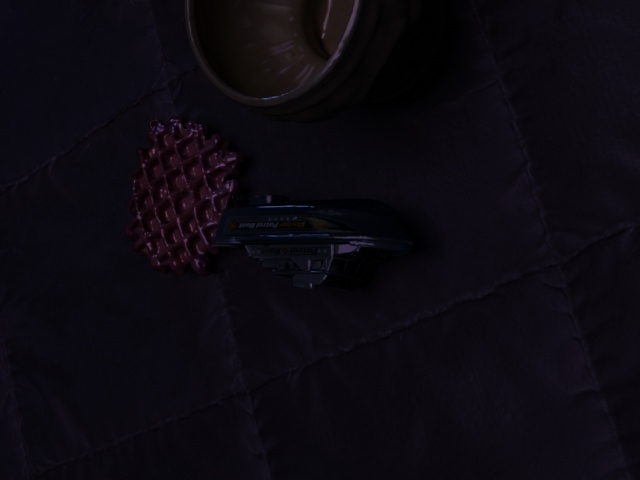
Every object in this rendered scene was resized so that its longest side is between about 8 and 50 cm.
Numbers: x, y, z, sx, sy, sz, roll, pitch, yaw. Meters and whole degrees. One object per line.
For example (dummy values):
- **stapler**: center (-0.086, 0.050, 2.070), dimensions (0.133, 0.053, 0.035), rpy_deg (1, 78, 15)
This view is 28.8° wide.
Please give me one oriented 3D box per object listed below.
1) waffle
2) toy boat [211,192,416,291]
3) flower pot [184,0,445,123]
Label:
- **waffle**: center (-0.205, -0.062, 1.825), dimensions (0.221, 0.055, 0.234), rpy_deg (27, 105, 36)
- **toy boat**: center (-0.002, 0.003, 1.627), dimensions (0.296, 0.114, 0.122), rpy_deg (3, 83, 38)
- **flower pot**: center (0.011, -0.291, 1.551), dimensions (0.307, 0.244, 0.307), rpy_deg (-1, 89, 37)
